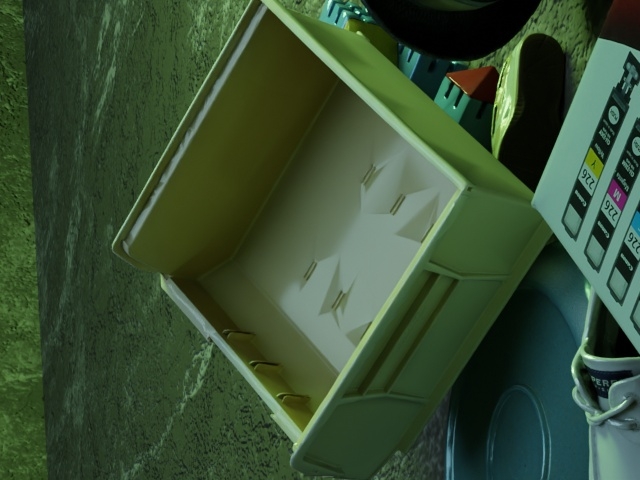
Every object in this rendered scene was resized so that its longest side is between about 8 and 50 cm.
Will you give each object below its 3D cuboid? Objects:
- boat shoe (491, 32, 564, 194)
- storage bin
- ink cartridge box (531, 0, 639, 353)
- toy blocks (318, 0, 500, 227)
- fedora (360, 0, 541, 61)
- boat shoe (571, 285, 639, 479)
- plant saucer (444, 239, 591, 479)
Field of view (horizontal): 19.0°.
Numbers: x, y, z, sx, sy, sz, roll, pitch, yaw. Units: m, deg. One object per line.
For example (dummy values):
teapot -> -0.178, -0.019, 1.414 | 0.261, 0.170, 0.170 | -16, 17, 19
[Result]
boat shoe -> 0.152, -0.085, 1.425 | 0.045, 0.050, 0.135 | 164, 120, -74
storage bin -> 0.000, 0.000, 1.415 | 0.262, 0.123, 0.260 | 46, 113, 37
ink cartridge box -> 0.241, 0.027, 0.915 | 0.309, 0.130, 0.271 | 60, 144, 41
toy blocks -> 0.026, -0.078, 1.618 | 0.260, 0.191, 0.381 | -68, 29, 18
fedora -> 0.137, -0.285, 1.270 | 0.153, 0.334, 0.334 | 6, 92, 41
boat shoe -> 0.191, 0.081, 1.171 | 0.095, 0.084, 0.258 | 5, 91, 49
plant saucer -> 0.155, 0.154, 1.364 | 0.317, 0.044, 0.317 | -175, 90, -71
